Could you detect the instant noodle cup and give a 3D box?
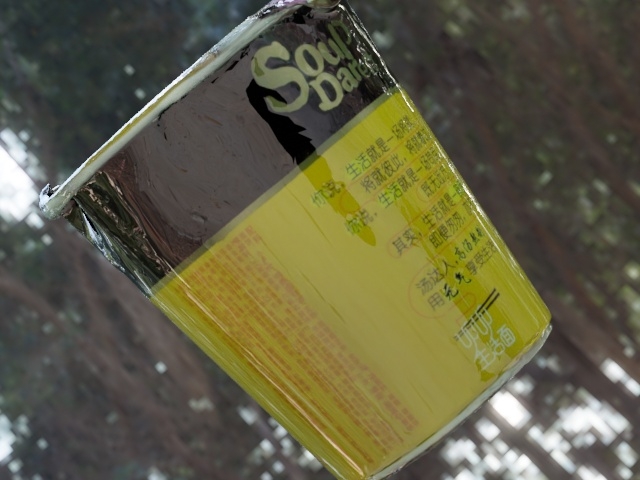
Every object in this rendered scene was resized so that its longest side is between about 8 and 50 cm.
[{"bbox_3d":[0.000,0.000,1.081,0.215,0.236,0.215,-41,2,2],"label":"instant noodle cup"}]
